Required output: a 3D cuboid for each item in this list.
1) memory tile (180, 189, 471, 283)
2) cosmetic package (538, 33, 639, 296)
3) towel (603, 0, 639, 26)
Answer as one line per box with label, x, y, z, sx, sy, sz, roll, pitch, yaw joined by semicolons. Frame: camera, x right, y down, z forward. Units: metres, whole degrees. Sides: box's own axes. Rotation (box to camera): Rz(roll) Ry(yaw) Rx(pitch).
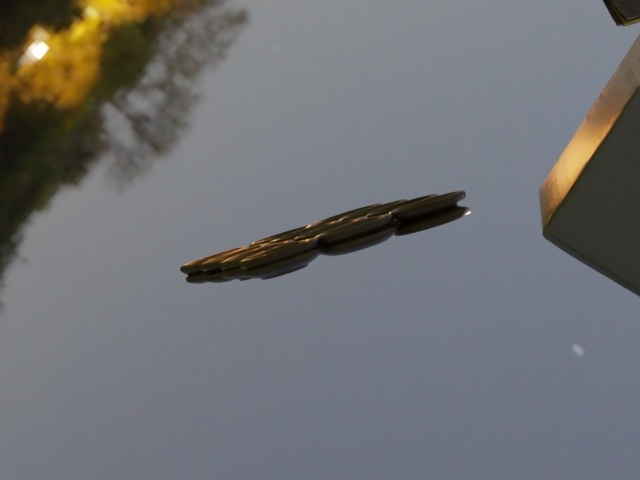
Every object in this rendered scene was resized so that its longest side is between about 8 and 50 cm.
memory tile;0.000;0.000;0.829;0.113;0.012;0.148;-18;-177;-18
cosmetic package;0.252;-0.053;1.124;0.184;0.151;0.151;-58;-179;14
towel;0.229;-0.183;1.242;0.060;0.009;0.083;-15;-136;-1
